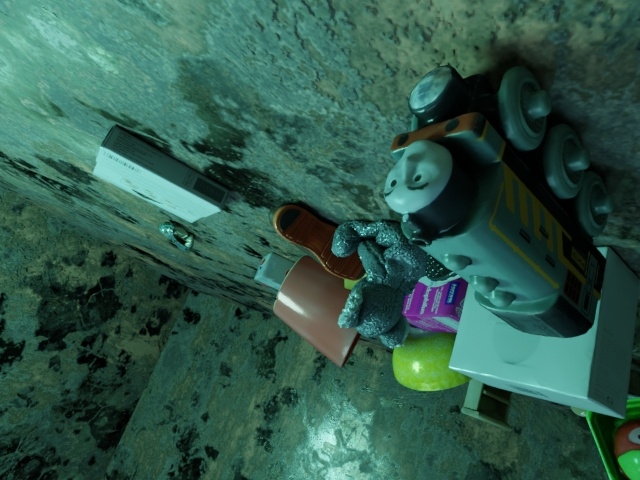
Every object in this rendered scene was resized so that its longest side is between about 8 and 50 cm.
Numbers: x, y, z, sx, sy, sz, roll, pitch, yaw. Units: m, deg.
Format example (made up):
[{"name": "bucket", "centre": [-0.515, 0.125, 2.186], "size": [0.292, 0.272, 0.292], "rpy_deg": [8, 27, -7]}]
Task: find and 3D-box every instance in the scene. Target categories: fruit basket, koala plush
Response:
[{"name": "fruit basket", "centre": [0.804, 0.466, 0.885], "size": [0.392, 0.282, 0.392], "rpy_deg": [-4, 149, -2]}, {"name": "koala plush", "centre": [0.121, 0.091, 0.835], "size": [0.196, 0.221, 0.203], "rpy_deg": [33, 159, -31]}]

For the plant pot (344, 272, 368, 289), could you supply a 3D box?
[{"name": "plant pot", "centre": [0.105, 0.076, 1.050], "size": [0.082, 0.081, 0.083], "rpy_deg": [13, 148, 22]}]

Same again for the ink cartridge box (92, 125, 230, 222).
[{"name": "ink cartridge box", "centre": [-0.381, -0.139, 0.992], "size": [0.275, 0.060, 0.239], "rpy_deg": [29, 161, -27]}]

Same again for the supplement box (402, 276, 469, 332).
[{"name": "supplement box", "centre": [0.290, 0.148, 0.995], "size": [0.114, 0.111, 0.220], "rpy_deg": [28, 160, -20]}]

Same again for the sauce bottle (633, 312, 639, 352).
[{"name": "sauce bottle", "centre": [0.544, 0.212, 0.899], "size": [0.112, 0.111, 0.344], "rpy_deg": [17, 162, 13]}]

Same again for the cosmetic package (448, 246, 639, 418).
[{"name": "cosmetic package", "centre": [0.367, 0.140, 0.697], "size": [0.138, 0.224, 0.224], "rpy_deg": [29, 161, -31]}]

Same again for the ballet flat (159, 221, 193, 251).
[{"name": "ballet flat", "centre": [-0.492, -0.010, 1.494], "size": [0.070, 0.070, 0.188], "rpy_deg": [13, 164, 22]}]

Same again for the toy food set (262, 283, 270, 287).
[{"name": "toy food set", "centre": [-0.146, 0.196, 1.633], "size": [0.232, 0.104, 0.111], "rpy_deg": [25, 162, -11]}]

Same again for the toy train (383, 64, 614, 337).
[{"name": "toy train", "centre": [0.200, -0.028, 0.449], "size": [0.334, 0.190, 0.142], "rpy_deg": [33, 158, -33]}]

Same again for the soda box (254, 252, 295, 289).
[{"name": "soda box", "centre": [-0.070, 0.143, 1.414], "size": [0.286, 0.091, 0.098], "rpy_deg": [26, 160, -17]}]

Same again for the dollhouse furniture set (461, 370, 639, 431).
[{"name": "dollhouse furniture set", "centre": [0.648, 0.445, 1.226], "size": [0.362, 0.256, 0.394], "rpy_deg": [29, 161, -24]}]

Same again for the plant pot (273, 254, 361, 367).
[{"name": "plant pot", "centre": [0.019, 0.179, 1.188], "size": [0.243, 0.274, 0.275], "rpy_deg": [26, 164, 13]}]

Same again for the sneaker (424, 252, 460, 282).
[{"name": "sneaker", "centre": [0.268, 0.025, 0.679], "size": [0.097, 0.084, 0.235], "rpy_deg": [18, 156, -21]}]

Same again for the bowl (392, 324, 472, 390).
[{"name": "bowl", "centre": [0.344, 0.310, 1.282], "size": [0.289, 0.290, 0.156], "rpy_deg": [-6, 106, 55]}]

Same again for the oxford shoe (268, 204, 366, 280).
[{"name": "oxford shoe", "centre": [0.000, 0.000, 0.953], "size": [0.271, 0.096, 0.098], "rpy_deg": [38, 174, -26]}]
